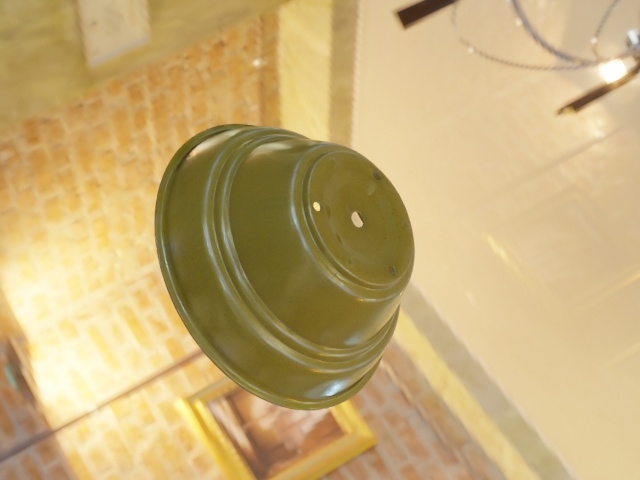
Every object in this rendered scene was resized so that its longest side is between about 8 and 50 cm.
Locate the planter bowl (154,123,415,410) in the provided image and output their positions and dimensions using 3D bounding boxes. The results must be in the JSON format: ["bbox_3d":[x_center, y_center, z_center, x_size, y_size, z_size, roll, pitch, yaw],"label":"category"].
[{"bbox_3d":[0.000,0.000,0.848,0.090,0.217,0.217,-29,-91,40],"label":"planter bowl"}]
